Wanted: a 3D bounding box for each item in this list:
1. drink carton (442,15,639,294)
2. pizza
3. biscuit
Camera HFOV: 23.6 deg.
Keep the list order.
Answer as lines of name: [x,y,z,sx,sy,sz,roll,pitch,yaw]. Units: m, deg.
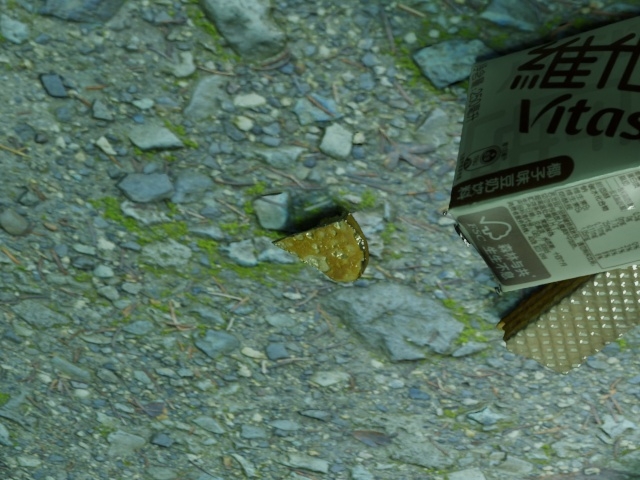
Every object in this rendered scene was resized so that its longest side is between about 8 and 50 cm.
drink carton: [0.283,-0.091,1.340,0.325,0.194,0.132,-13,136,28]
pizza: [0.000,0.000,1.665,0.109,0.026,0.123,8,144,11]
biscuit: [0.320,0.035,1.593,0.094,0.054,0.379,28,139,-17]
